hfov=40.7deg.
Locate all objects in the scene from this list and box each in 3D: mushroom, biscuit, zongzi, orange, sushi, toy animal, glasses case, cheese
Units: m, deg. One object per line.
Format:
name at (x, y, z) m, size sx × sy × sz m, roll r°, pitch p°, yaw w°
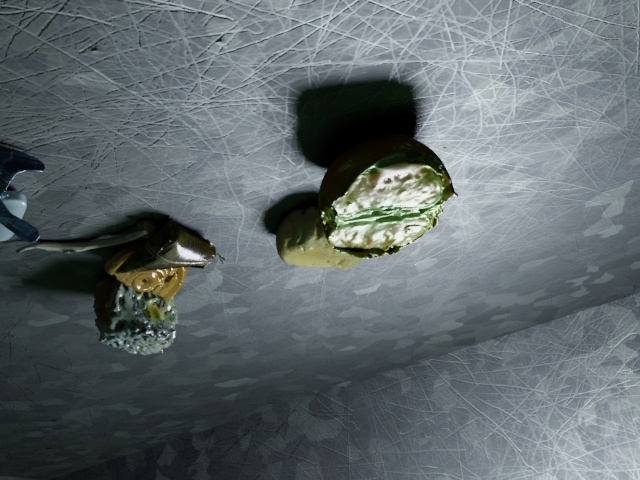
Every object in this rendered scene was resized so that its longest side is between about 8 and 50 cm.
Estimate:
mushroom at (-0.515, 0.002, 1.918) m, size 0.306 × 0.043 × 0.068 m, roll -11°, pitch 138°, yaw 2°
biscuit at (-0.391, 0.067, 2.048) m, size 0.144 × 0.033 × 0.224 m, roll -42°, pitch 142°, yaw 8°
zongzi at (-0.347, 0.046, 1.991) m, size 0.184 × 0.084 × 0.187 m, roll -37°, pitch 146°, yaw 16°
orange at (0.119, -0.099, 1.785) m, size 0.262 × 0.196 × 0.335 m, roll -25°, pitch 160°, yaw -6°
sushi at (-0.461, 0.177, 2.132) m, size 0.139 × 0.184 × 0.274 m, roll -26°, pitch 150°, yaw 25°
toy animal at (-0.626, -0.078, 1.557) m, size 0.255 × 0.239 × 0.176 m, roll 35°, pitch 179°, yaw -4°
glasses case at (-0.642, -0.047, 1.740) m, size 0.067 × 0.045 × 0.178 m, roll 4°, pitch 150°, yaw -31°
cheese at (0.000, 0.000, 2.044) m, size 0.213 × 0.117 × 0.226 m, roll 6°, pitch 155°, yaw -22°
